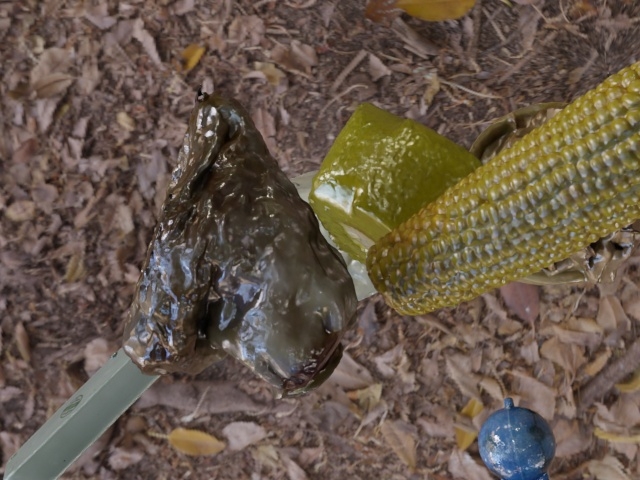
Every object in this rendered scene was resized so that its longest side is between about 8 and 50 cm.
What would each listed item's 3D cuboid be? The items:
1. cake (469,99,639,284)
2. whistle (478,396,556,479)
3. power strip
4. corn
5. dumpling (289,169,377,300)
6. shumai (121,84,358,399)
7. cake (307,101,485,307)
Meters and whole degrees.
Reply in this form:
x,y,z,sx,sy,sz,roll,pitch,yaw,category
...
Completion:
x,y,z,sx,sy,sz,roll,pitch,yaw,category
0.392,-0.085,1.188,0.332,0.321,0.332,-1,82,6,cake
0.216,0.237,0.780,0.090,0.158,0.090,1,131,2,whistle
-0.316,0.229,1.064,0.385,0.091,0.062,-46,108,-10,power strip
0.170,-0.031,0.554,0.310,0.101,0.101,-36,87,27,corn
0.000,0.000,1.236,0.318,0.187,0.243,-17,82,4,dumpling
-0.049,0.019,0.602,0.185,0.184,0.218,17,69,-13,shumai
0.102,-0.032,0.795,0.179,0.260,0.156,26,82,19,cake
